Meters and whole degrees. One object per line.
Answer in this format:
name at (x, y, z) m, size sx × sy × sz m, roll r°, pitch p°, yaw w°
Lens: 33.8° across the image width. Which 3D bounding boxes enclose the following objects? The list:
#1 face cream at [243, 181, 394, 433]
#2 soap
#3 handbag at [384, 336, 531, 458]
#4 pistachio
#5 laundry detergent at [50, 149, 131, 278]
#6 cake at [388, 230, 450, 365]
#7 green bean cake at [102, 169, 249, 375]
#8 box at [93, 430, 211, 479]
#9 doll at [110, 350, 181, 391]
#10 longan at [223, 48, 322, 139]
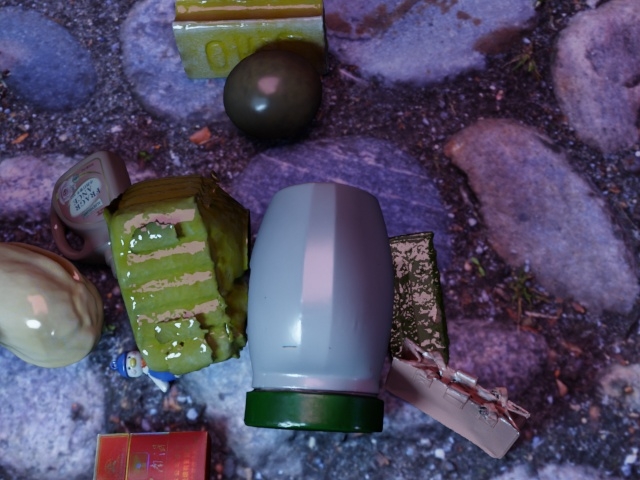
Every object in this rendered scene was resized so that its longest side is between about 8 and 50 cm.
face cream at (0.000, 0.107, 1.587) m, size 0.219 × 0.312 × 0.357 m, roll 2°, pitch 79°, yaw 2°
soap at (-0.125, -0.380, 1.957) m, size 0.274 × 0.173 × 0.089 m, roll -2°, pitch 62°, yaw 4°
handbag at (0.203, 0.234, 1.574) m, size 0.212 × 0.157 × 0.059 m, roll 31°, pitch 68°, yaw 13°
pistachio at (-0.486, 0.101, 1.717) m, size 0.299 × 0.187 × 0.187 m, roll 20°, pitch 64°, yaw 23°
laundry detergent at (-0.389, -0.022, 1.816) m, size 0.171 × 0.076 × 0.237 m, roll -31°, pitch 59°, yaw 21°
cake at (0.152, 0.111, 1.733) m, size 0.100 × 0.099 × 0.235 m, roll -7°, pitch 81°, yaw 0°
green bean cake at (-0.197, 0.040, 1.677) m, size 0.202 × 0.285 × 0.310 m, roll -12°, pitch 17°, yaw 3°
box at (-0.258, 0.352, 1.618) m, size 0.175 × 0.048 × 0.112 m, roll -3°, pitch 60°, yaw 3°
doll at (-0.271, 0.197, 1.708) m, size 0.143 × 0.057 × 0.099 m, roll -5°, pitch 81°, yaw 8°
longan at (-0.090, -0.266, 1.906) m, size 0.185 × 0.159 × 0.204 m, roll -22°, pitch 20°, yaw -26°
